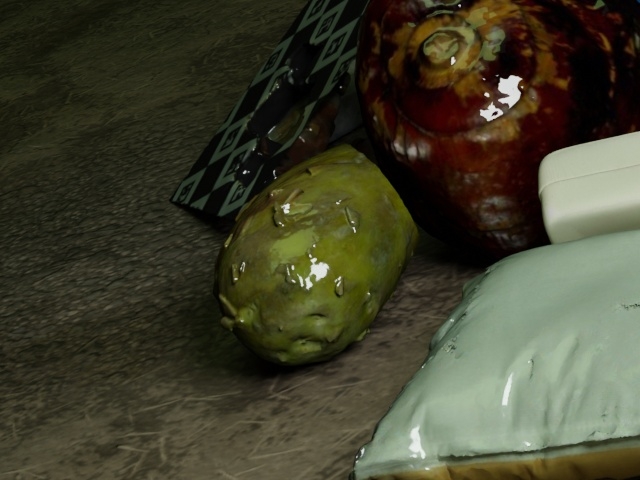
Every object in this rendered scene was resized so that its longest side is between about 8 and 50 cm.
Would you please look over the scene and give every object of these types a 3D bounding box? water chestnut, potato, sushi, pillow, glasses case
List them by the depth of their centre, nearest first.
[{"bbox_3d":[0.203,0.072,1.229,0.310,0.119,0.312,-12,20,25],"label":"pillow"},{"bbox_3d":[0.328,-0.034,1.368,0.313,0.131,0.070,-11,50,17],"label":"glasses case"},{"bbox_3d":[0.000,0.000,1.557,0.176,0.141,0.298,-23,18,19],"label":"potato"},{"bbox_3d":[0.154,-0.119,1.581,0.289,0.244,0.289,12,40,-11],"label":"water chestnut"},{"bbox_3d":[-0.025,-0.132,1.931,0.294,0.059,0.292,-55,19,-4],"label":"sushi"}]

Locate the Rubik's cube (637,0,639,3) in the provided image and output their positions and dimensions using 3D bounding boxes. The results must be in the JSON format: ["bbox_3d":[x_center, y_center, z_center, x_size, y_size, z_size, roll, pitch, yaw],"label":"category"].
[{"bbox_3d":[0.405,-0.268,1.768,0.246,0.248,0.250,-4,23,32],"label":"Rubik's cube"}]

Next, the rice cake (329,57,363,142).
[{"bbox_3d":[0.070,-0.195,2.149,0.298,0.050,0.106,-33,24,-35],"label":"rice cake"}]

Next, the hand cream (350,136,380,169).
[{"bbox_3d":[0.119,-0.082,1.836,0.210,0.043,0.067,8,34,41],"label":"hand cream"}]
